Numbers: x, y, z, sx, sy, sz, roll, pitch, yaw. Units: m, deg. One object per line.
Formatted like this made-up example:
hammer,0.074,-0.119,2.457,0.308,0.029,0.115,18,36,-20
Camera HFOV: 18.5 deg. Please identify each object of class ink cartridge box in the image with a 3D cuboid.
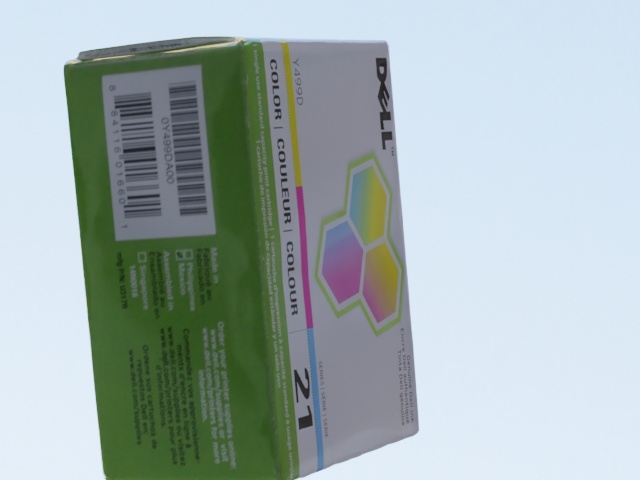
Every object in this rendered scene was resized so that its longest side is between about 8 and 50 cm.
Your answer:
ink cartridge box,0.000,0.000,0.927,0.097,0.255,0.188,-3,-87,31
